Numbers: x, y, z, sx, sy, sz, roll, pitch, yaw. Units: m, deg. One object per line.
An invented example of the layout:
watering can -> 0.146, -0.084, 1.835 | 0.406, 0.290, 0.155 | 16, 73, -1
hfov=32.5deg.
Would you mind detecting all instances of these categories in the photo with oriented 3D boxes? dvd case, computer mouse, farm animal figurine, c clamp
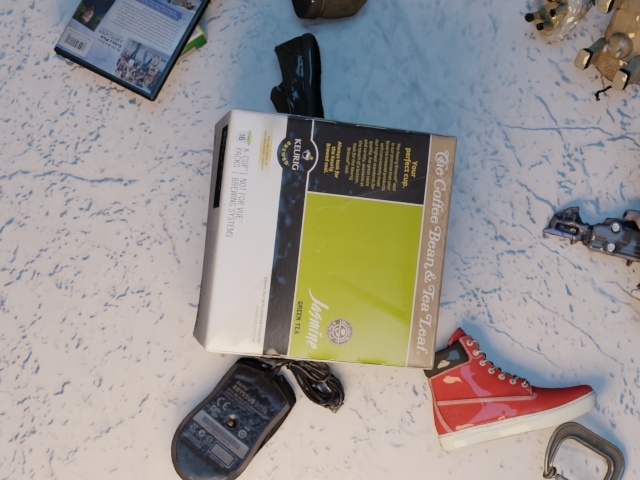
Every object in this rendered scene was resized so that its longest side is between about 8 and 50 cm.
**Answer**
dvd case -> -0.281, -0.366, 1.730 | 0.180, 0.022, 0.253 | 27, 82, 5
computer mouse -> -0.111, 0.266, 1.664 | 0.188, 0.072, 0.272 | 43, 73, 9
farm animal figurine -> 0.516, -0.350, 1.639 | 0.330, 0.327, 0.172 | 49, 43, 15
c clamp -> 0.389, 0.351, 1.630 | 0.160, 0.022, 0.137 | 38, 80, -15

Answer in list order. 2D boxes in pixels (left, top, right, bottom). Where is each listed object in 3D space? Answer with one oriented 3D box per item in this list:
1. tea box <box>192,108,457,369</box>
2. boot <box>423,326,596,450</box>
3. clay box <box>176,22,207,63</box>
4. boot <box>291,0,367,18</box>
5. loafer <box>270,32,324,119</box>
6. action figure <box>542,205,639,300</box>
tea box -> 0.000, 0.000, 1.570 | 0.323, 0.220, 0.329 | 7, 89, -11
boot -> 0.280, 0.204, 1.650 | 0.244, 0.088, 0.176 | -13, 80, 3
clay box -> -0.297, -0.378, 1.771 | 0.127, 0.053, 0.222 | -35, 81, -4
boot -> 0.005, -0.500, 1.773 | 0.115, 0.112, 0.305 | -3, 80, -24
loafer -> -0.039, -0.215, 1.733 | 0.078, 0.080, 0.220 | -3, 78, 13
action figure -> 0.509, -0.030, 1.621 | 0.341, 0.178, 0.330 | 7, 98, 7
